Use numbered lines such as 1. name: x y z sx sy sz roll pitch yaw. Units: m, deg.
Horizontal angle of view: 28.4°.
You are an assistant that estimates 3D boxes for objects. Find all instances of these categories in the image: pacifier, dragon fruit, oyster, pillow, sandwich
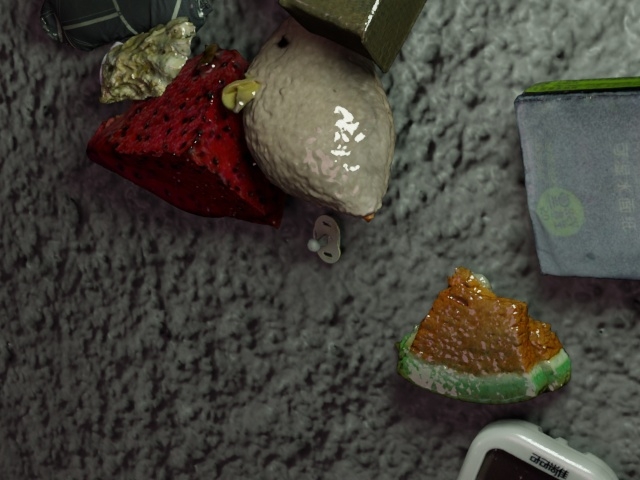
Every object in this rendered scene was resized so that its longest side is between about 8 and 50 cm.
1. pacifier: 0.000 0.000 2.099 0.068 0.064 0.083 16 115 41
2. dragon fruit: -0.240 -0.168 2.062 0.330 0.240 0.303 0 91 19
3. oyster: -0.282 -0.296 2.033 0.209 0.072 0.133 -7 70 48
4. pillow: -0.335 -0.402 2.111 0.335 0.092 0.162 -4 114 28
5. sandwich: 0.254 0.165 2.000 0.292 0.109 0.212 25 118 18

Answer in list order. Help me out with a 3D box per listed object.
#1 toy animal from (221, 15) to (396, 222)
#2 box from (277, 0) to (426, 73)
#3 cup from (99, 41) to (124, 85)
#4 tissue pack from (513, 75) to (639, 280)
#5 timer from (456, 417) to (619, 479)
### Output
1. toy animal: -0.005 -0.182 1.948 0.226 0.188 0.359 -25 67 17
2. box: 0.080 -0.403 1.797 0.143 0.184 0.273 27 90 18
3. cup: -0.316 -0.290 2.146 0.116 0.074 0.104 13 139 20
4. tissue pack: 0.484 -0.087 1.762 0.394 0.124 0.288 2 112 34
5. timer: 0.352 0.419 2.052 0.262 0.087 0.237 26 118 16
